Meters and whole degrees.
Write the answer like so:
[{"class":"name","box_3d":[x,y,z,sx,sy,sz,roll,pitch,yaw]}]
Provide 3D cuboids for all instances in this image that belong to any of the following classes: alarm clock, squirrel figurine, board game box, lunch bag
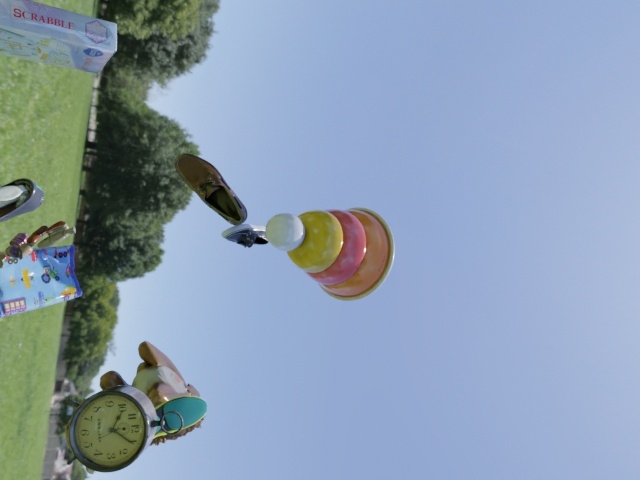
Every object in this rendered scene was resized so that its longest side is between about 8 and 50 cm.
[{"class":"alarm clock","box_3d":[-0.327,0.313,0.731,0.064,0.192,0.129,76,11,-84]},{"class":"squirrel figurine","box_3d":[-0.607,0.600,1.436,0.370,0.397,0.281,-39,-134,-8]},{"class":"board game box","box_3d":[-0.675,-0.482,1.015,0.319,0.318,0.065,15,-78,55]},{"class":"lunch bag","box_3d":[-0.764,0.100,1.000,0.221,0.293,0.138,-17,99,-75]}]

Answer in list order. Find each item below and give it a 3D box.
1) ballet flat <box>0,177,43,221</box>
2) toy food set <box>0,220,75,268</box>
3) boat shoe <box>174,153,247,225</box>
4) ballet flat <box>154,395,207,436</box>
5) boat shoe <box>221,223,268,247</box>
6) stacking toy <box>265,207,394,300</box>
[{"class":"ballet flat","box_3d":[-0.583,-0.051,0.740,0.074,0.203,0.074,28,-42,29]},{"class":"toy food set","box_3d":[-0.475,-0.003,0.717,0.078,0.122,0.019,32,-33,47]},{"class":"boat shoe","box_3d":[-0.360,-0.176,1.441,0.110,0.307,0.104,-48,-168,1]},{"class":"ballet flat","box_3d":[-0.390,0.436,1.042,0.077,0.231,0.077,-28,-103,41]},{"class":"boat shoe","box_3d":[-0.264,-0.009,1.565,0.080,0.228,0.076,-30,-103,21]},{"class":"stacking toy","box_3d":[0.000,0.000,1.437,0.351,0.480,0.350,-12,-111,33]}]
